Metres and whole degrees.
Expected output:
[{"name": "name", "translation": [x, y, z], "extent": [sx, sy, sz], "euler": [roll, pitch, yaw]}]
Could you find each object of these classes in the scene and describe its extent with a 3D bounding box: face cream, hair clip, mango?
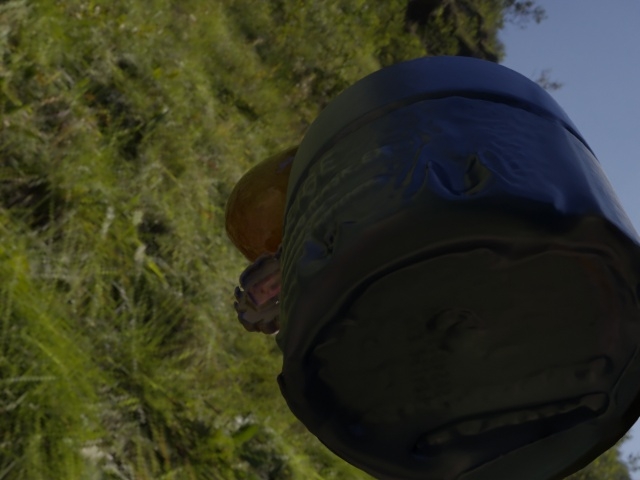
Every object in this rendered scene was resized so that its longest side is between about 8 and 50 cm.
[{"name": "face cream", "translation": [0.095, 0.021, 0.604], "extent": [0.248, 0.225, 0.249], "euler": [0, -60, -1]}, {"name": "hair clip", "translation": [0.006, 0.003, 1.133], "extent": [0.069, 0.300, 0.173], "euler": [41, 5, -27]}, {"name": "mango", "translation": [-0.003, -0.077, 1.343], "extent": [0.173, 0.317, 0.211], "euler": [57, -4, 7]}]
